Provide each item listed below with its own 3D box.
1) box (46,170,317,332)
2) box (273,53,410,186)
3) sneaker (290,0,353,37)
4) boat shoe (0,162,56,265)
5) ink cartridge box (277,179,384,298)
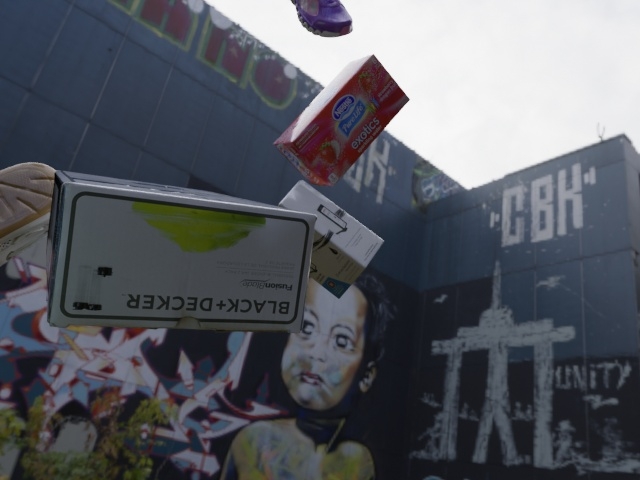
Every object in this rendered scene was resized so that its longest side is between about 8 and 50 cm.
[{"bbox_3d":[-0.140,-0.003,0.481,0.169,0.087,0.290,7,5,-26],"label":"box"},{"bbox_3d":[0.043,-0.245,1.160,0.128,0.257,0.123,45,-11,-21],"label":"box"},{"bbox_3d":[-0.008,-0.507,1.137,0.095,0.236,0.104,-18,-31,-25],"label":"sneaker"},{"bbox_3d":[-0.400,0.016,0.595,0.277,0.098,0.096,-28,-20,-26],"label":"boat shoe"},{"bbox_3d":[0.000,0.000,1.109,0.203,0.086,0.148,36,-35,3],"label":"ink cartridge box"}]
